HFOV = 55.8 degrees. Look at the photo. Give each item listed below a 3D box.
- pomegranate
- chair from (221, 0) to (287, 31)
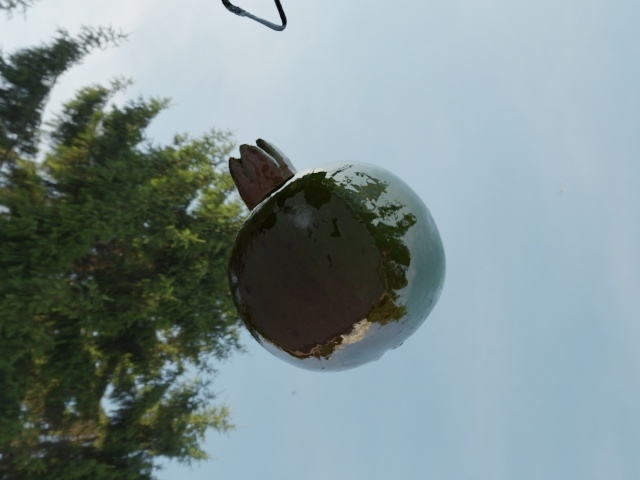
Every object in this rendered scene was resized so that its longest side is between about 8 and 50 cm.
[{"bbox_3d":[0.000,0.000,0.490,0.180,0.180,0.209,-39,-103,21],"label":"pomegranate"},{"bbox_3d":[-0.051,-0.351,0.603,0.140,0.145,0.221,-22,-88,22],"label":"chair"}]
